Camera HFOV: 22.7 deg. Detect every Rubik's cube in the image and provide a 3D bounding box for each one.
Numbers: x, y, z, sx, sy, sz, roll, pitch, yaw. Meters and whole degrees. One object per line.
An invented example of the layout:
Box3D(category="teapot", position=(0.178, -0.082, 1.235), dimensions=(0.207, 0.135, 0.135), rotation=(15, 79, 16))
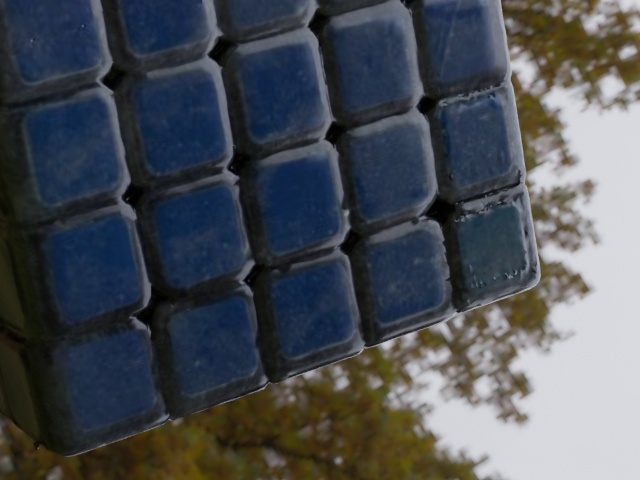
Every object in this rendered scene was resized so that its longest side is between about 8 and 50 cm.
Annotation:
Box3D(category="Rubik's cube", position=(-0.072, -0.072, 0.703), dimensions=(0.238, 0.237, 0.237), rotation=(14, -63, 58))
